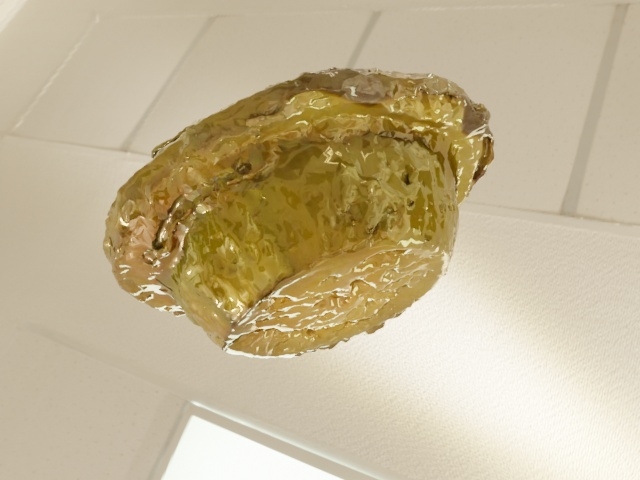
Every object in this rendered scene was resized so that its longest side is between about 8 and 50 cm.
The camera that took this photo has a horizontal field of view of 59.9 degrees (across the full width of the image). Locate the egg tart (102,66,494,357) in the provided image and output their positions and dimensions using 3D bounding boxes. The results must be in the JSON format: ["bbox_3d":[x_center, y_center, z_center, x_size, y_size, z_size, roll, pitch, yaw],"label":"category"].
[{"bbox_3d":[0.000,0.000,0.401,0.288,0.288,0.118,-27,-119,6],"label":"egg tart"}]
